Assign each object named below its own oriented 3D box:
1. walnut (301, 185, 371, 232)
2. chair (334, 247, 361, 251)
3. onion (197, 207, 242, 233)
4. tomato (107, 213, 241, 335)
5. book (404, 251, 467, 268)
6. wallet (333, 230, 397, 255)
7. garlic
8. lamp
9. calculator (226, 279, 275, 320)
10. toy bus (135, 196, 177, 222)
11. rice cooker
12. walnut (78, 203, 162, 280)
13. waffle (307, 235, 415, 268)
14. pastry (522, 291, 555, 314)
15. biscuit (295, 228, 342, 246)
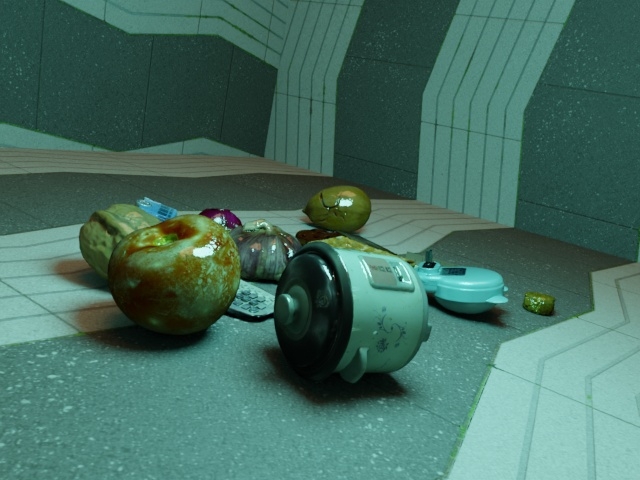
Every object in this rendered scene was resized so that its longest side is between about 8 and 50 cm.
[{"bbox_3d":[0.064,-0.130,2.392,0.297,0.203,0.203,-4,12,9],"label":"walnut"},{"bbox_3d":[0.113,0.107,1.568,0.270,0.147,0.136,6,14,-15],"label":"chair"},{"bbox_3d":[-0.343,-0.046,1.842,0.173,0.135,0.198,2,15,-44],"label":"onion"},{"bbox_3d":[-0.297,0.081,1.195,0.270,0.223,0.270,-11,26,5],"label":"tomato"},{"bbox_3d":[0.445,0.101,2.098,0.282,0.025,0.215,14,13,11],"label":"book"},{"bbox_3d":[0.166,0.021,2.182,0.132,0.039,0.243,8,12,-38],"label":"wallet"},{"bbox_3d":[-0.162,0.020,1.665,0.244,0.161,0.245,11,13,-3],"label":"garlic"},{"bbox_3d":[0.403,0.131,1.682,0.284,0.147,0.209,23,14,13],"label":"lamp"},{"bbox_3d":[-0.215,0.134,1.417,0.268,0.040,0.177,18,16,23],"label":"calculator"},{"bbox_3d":[-0.485,-0.026,1.615,0.133,0.116,0.234,22,17,-14],"label":"toy bus"},{"bbox_3d":[0.048,0.139,1.139,0.316,0.264,0.317,21,40,-18],"label":"rice cooker"},{"bbox_3d":[-0.471,0.012,1.391,0.245,0.198,0.198,34,20,16],"label":"walnut"},{"bbox_3d":[0.127,0.075,1.822,0.308,0.091,0.213,18,16,32],"label":"waffle"},{"bbox_3d":[0.703,0.201,1.839,0.097,0.057,0.109,15,11,38],"label":"pastry"},{"bbox_3d":[0.000,0.000,2.114,0.192,0.049,0.192,5,18,-2],"label":"biscuit"}]
